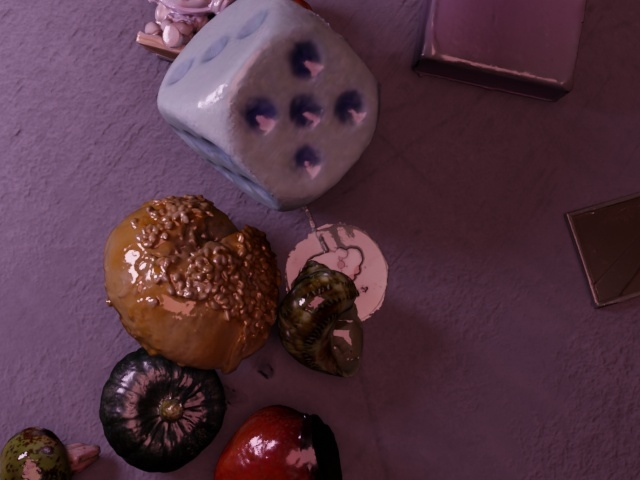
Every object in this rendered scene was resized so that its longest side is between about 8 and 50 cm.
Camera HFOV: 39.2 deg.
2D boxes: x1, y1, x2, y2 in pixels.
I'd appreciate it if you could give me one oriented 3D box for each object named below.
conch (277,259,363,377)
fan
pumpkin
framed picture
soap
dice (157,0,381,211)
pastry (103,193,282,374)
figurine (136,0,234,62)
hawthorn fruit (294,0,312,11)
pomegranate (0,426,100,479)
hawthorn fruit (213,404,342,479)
[{"bbox_3d":[0.004,0.132,1.545,0.124,0.187,0.182,10,78,34],"label":"conch"},{"bbox_3d":[0.000,0.000,1.622,0.190,0.009,0.329,-24,87,-8],"label":"fan"},{"bbox_3d":[-0.260,0.276,1.486,0.211,0.152,0.212,0,90,-8],"label":"pumpkin"},{"bbox_3d":[0.604,0.003,1.685,0.259,0.023,0.189,-17,85,-8],"label":"framed picture"},{"bbox_3d":[0.336,-0.425,1.666,0.296,0.107,0.286,13,81,-4],"label":"soap"},{"bbox_3d":[-0.085,-0.225,1.470,0.262,0.268,0.264,-50,123,-6],"label":"dice"},{"bbox_3d":[-0.197,0.055,1.462,0.316,0.184,0.284,49,43,11],"label":"pastry"},{"bbox_3d":[-0.237,-0.428,1.582,0.162,0.141,0.237,20,81,1],"label":"figurine"},{"bbox_3d":[-0.050,-0.396,1.630,0.093,0.093,0.093,1,83,-6],"label":"hawthorn fruit"},{"bbox_3d":[-0.454,0.377,1.482,0.125,0.163,0.138,-33,69,29],"label":"pomegranate"},{"bbox_3d":[-0.081,0.386,1.487,0.251,0.189,0.189,-42,89,4],"label":"hawthorn fruit"}]
